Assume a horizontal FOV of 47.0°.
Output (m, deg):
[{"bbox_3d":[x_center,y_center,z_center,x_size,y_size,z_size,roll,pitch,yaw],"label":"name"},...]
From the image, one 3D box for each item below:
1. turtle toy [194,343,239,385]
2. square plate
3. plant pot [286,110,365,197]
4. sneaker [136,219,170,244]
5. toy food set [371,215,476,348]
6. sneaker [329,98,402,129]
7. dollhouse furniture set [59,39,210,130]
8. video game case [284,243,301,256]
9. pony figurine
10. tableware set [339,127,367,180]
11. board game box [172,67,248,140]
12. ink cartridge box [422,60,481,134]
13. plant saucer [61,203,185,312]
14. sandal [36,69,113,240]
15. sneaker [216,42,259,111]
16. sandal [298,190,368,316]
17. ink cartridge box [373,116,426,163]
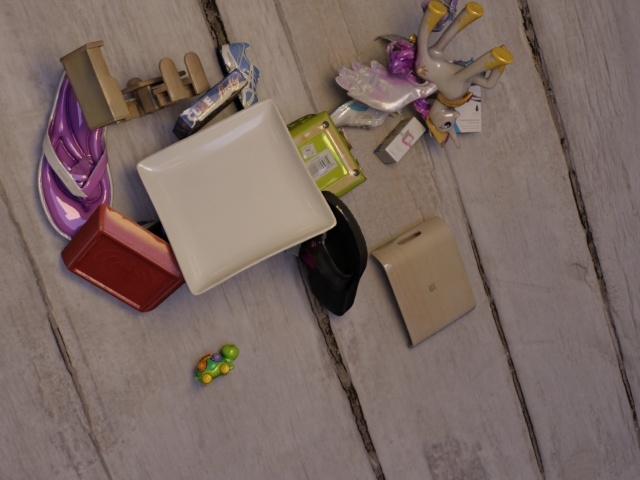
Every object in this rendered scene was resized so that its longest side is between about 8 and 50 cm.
[{"bbox_3d":[-0.258,0.309,1.832,0.130,0.095,0.066,-28,82,-16],"label":"turtle toy"},{"bbox_3d":[-0.188,-0.098,1.617,0.344,0.049,0.347,-26,72,-2],"label":"square plate"},{"bbox_3d":[-0.037,-0.174,1.791,0.228,0.207,0.227,-33,100,-15],"label":"plant pot"},{"bbox_3d":[-0.308,-0.013,1.729,0.315,0.182,0.127,-20,103,-16],"label":"sneaker"},{"bbox_3d":[0.283,0.117,2.011,0.219,0.092,0.306,-28,112,-16],"label":"toy food set"},{"bbox_3d":[0.109,-0.327,1.897,0.228,0.087,0.092,-26,96,-16],"label":"sneaker"},{"bbox_3d":[-0.411,-0.355,1.604,0.242,0.212,0.161,-32,107,-48],"label":"dollhouse furniture set"},{"bbox_3d":[0.000,0.000,1.928,0.166,0.015,0.119,20,87,-20],"label":"video game case"},{"bbox_3d":[0.262,-0.414,1.777,0.351,0.363,0.303,38,56,5],"label":"pony figurine"},{"bbox_3d":[0.077,-0.207,1.854,0.020,0.168,0.141,-31,89,-3],"label":"tableware set"},{"bbox_3d":[-0.258,-0.304,1.687,0.165,0.243,0.042,-43,100,-12],"label":"board game box"},{"bbox_3d":[0.354,-0.384,1.985,0.139,0.082,0.191,-5,97,-19],"label":"ink cartridge box"},{"bbox_3d":[-0.439,0.059,1.663,0.259,0.258,0.048,35,46,-19],"label":"plant saucer"},{"bbox_3d":[-0.553,-0.200,1.666,0.169,0.102,0.416,0,94,-19],"label":"sandal"},{"bbox_3d":[-0.181,-0.383,1.795,0.081,0.080,0.211,-22,102,-14],"label":"sneaker"},{"bbox_3d":[0.020,0.062,1.740,0.107,0.446,0.167,-38,62,-25],"label":"sandal"},{"bbox_3d":[0.209,-0.263,1.939,0.052,0.088,0.122,45,79,-15],"label":"ink cartridge box"}]
